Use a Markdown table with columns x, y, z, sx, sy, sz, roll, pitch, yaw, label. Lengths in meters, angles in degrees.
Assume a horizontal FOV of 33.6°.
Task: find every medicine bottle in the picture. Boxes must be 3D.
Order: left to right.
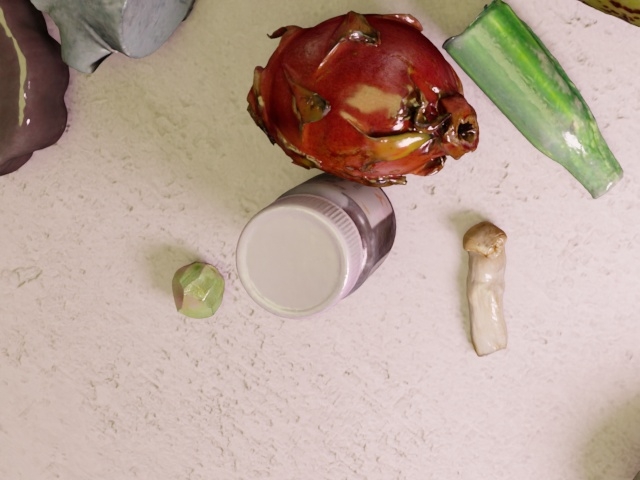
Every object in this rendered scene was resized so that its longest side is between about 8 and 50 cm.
| x | y | z | sx | sy | sz | roll | pitch | yaw | label |
| --- | --- | --- | --- | --- | --- | --- | --- | --- | --- |
| 0.000 | 0.000 | 1.424 | 0.165 | 0.273 | 0.165 | 3 | 101 | 15 | medicine bottle |

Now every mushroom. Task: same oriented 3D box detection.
| x | y | z | sx | sy | sz | roll | pitch | yaw | label |
| --- | --- | --- | --- | --- | --- | --- | --- | --- | --- |
| 0.234 | 0.075 | 1.494 | 0.059 | 0.054 | 0.202 | 3 | 108 | 19 | mushroom |

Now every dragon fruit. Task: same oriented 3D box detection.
| x | y | z | sx | sy | sz | roll | pitch | yaw | label |
| --- | --- | --- | --- | --- | --- | --- | --- | --- | --- |
| 0.054 | -0.187 | 1.390 | 0.315 | 0.250 | 0.251 | 13 | 109 | 54 | dragon fruit |

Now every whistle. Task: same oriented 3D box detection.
| x | y | z | sx | sy | sz | roll | pitch | yaw | label |
| --- | --- | --- | --- | --- | --- | --- | --- | --- | --- |
| -0.247 | -0.428 | 1.481 | 0.168 | 0.188 | 0.405 | 29 | 76 | 13 | whistle |

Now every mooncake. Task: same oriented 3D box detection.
| x | y | z | sx | sy | sz | roll | pitch | yaw | label |
| --- | --- | --- | --- | --- | --- | --- | --- | --- | --- |
| -0.518 | -0.246 | 1.582 | 0.305 | 0.154 | 0.306 | 3 | 101 | 15 | mooncake |

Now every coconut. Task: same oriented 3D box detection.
| x | y | z | sx | sy | sz | roll | pitch | yaw | label |
| --- | --- | --- | --- | --- | --- | --- | --- | --- | --- |
| -0.183 | 0.070 | 1.596 | 0.083 | 0.081 | 0.082 | 27 | 143 | -6 | coconut |

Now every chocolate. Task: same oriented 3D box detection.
| x | y | z | sx | sy | sz | roll | pitch | yaw | label |
| --- | --- | --- | --- | --- | --- | --- | --- | --- | --- |
| 0.292 | -0.181 | 1.401 | 0.110 | 0.110 | 0.291 | -40 | 92 | 19 | chocolate |

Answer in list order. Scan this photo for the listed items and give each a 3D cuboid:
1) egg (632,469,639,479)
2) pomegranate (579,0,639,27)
| x | y | z | sx | sy | sz | roll | pitch | yaw | label |
| --- | --- | --- | --- | --- | --- | --- | --- | --- | --- |
| 0.561 | 0.353 | 1.351 | 0.352 | 0.258 | 0.259 | -20 | 95 | 22 | egg |
| 0.378 | -0.384 | 1.203 | 0.284 | 0.340 | 0.285 | 4 | 104 | 19 | pomegranate |
